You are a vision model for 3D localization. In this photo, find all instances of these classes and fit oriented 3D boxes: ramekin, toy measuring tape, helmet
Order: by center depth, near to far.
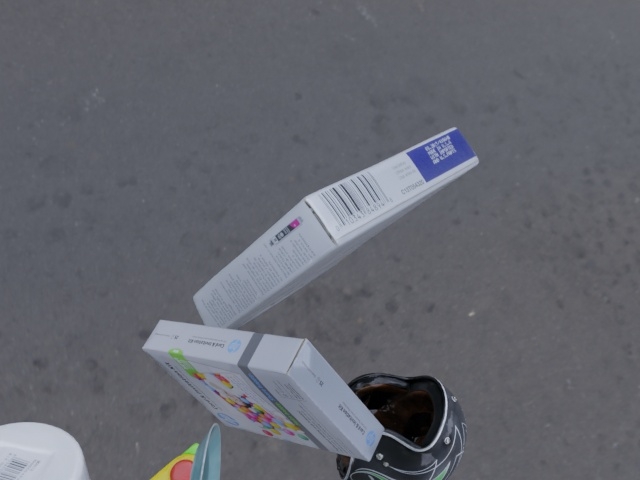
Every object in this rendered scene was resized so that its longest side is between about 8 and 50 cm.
[{"bbox_3d":[0.111,0.262,1.019,0.162,0.169,0.169,6,59,-8],"label":"helmet"},{"bbox_3d":[-0.543,0.452,1.353,0.277,0.135,0.277,2,30,-1],"label":"ramekin"},{"bbox_3d":[-0.365,0.619,1.830,0.330,0.121,0.121,-39,79,-18],"label":"toy measuring tape"}]

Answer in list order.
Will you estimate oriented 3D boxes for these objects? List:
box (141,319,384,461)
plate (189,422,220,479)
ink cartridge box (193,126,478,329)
[{"bbox_3d":[-0.054,0.134,0.694,0.145,0.186,0.038,54,54,-37],"label":"box"},{"bbox_3d":[-0.174,0.365,1.128,0.024,0.188,0.188,4,59,1],"label":"plate"},{"bbox_3d":[0.000,0.000,0.968,0.324,0.330,0.071,-30,86,-48],"label":"ink cartridge box"}]
